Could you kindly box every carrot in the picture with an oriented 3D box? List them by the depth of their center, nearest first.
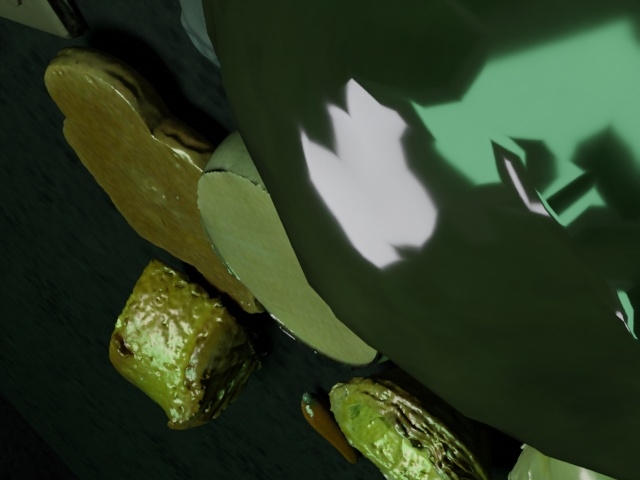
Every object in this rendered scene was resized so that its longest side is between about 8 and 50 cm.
[{"bbox_3d":[0.014,0.225,1.849,0.035,0.035,0.142,17,150,49],"label":"carrot"}]

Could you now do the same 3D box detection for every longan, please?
[{"bbox_3d":[0.160,-0.092,0.570,0.436,0.404,0.404,44,158,11],"label":"longan"}]

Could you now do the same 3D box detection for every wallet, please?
[{"bbox_3d":[-0.310,-0.258,1.561,0.152,0.039,0.118,24,152,44],"label":"wallet"}]

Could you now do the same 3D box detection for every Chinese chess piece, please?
[{"bbox_3d":[0.000,0.000,1.383,0.250,0.103,0.250,38,157,20],"label":"Chinese chess piece"}]

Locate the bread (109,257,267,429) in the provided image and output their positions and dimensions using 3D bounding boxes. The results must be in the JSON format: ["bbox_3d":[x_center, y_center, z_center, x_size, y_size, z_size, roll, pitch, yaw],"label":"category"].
[{"bbox_3d":[-0.164,0.132,1.806,0.160,0.147,0.260,38,170,6],"label":"bread"}]

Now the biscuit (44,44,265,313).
[{"bbox_3d":[-0.147,-0.057,1.602,0.269,0.051,0.376,19,150,46],"label":"biscuit"}]

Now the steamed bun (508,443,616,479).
[{"bbox_3d":[0.276,0.159,1.076,0.273,0.166,0.232,19,165,4],"label":"steamed bun"}]

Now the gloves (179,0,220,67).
[{"bbox_3d":[-0.049,-0.195,1.145,0.285,0.119,0.142,85,167,-63],"label":"gloves"}]

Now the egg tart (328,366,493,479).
[{"bbox_3d":[0.105,0.200,1.565,0.212,0.090,0.212,39,157,21],"label":"egg tart"}]
